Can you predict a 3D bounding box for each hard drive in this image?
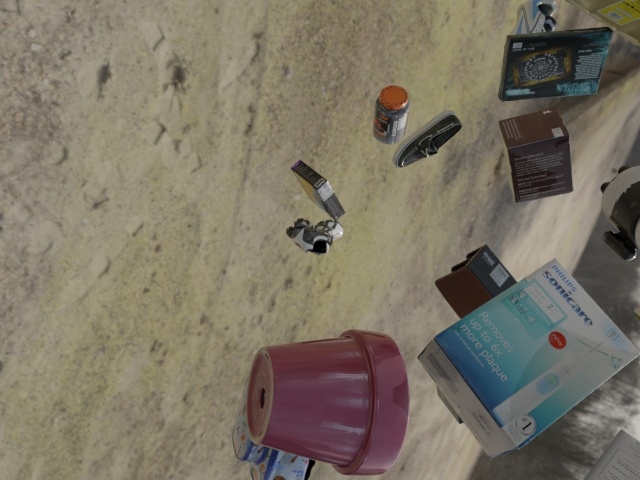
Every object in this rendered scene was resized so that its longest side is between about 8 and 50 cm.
[{"bbox_3d":[0.371,0.446,1.615,0.022,0.135,0.094,-15,114,-11],"label":"hard drive"}]

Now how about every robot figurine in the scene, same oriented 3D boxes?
[{"bbox_3d":[0.788,-0.070,1.338,0.278,0.174,0.209,-100,-174,-57],"label":"robot figurine"}]

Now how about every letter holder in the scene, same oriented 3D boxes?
[{"bbox_3d":[0.602,0.203,2.086,0.152,0.301,0.214,-39,180,-35],"label":"letter holder"}]

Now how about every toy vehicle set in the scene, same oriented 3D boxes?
[{"bbox_3d":[0.655,-0.495,1.173,0.267,0.166,0.035,18,86,-22],"label":"toy vehicle set"}]

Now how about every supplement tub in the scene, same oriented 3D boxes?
[{"bbox_3d":[0.237,-0.422,1.895,0.117,0.117,0.190,-55,163,-24],"label":"supplement tub"}]

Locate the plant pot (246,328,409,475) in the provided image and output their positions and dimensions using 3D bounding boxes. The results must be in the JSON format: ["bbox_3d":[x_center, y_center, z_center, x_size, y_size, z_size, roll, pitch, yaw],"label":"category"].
[{"bbox_3d":[-0.001,0.220,0.789,0.180,0.201,0.201,10,107,-20],"label":"plant pot"}]

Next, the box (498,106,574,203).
[{"bbox_3d":[0.632,-0.248,1.657,0.168,0.167,0.203,-82,154,-50],"label":"box"}]

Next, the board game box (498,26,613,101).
[{"bbox_3d":[0.437,-0.329,1.062,0.026,0.186,0.126,-92,178,-48],"label":"board game box"}]

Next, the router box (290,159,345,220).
[{"bbox_3d":[-0.006,-0.149,1.696,0.046,0.133,0.179,-44,145,-7],"label":"router box"}]

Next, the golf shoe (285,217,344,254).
[{"bbox_3d":[0.000,0.000,1.402,0.198,0.093,0.077,-3,143,-50],"label":"golf shoe"}]

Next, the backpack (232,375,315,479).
[{"bbox_3d":[-0.100,0.460,1.368,0.276,0.213,0.263,-158,-105,-79],"label":"backpack"}]

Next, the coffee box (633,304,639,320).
[{"bbox_3d":[0.647,0.116,0.611,0.334,0.338,0.338,-50,-178,12],"label":"coffee box"}]

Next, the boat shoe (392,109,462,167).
[{"bbox_3d":[0.297,-0.272,1.583,0.219,0.070,0.078,-41,143,20],"label":"boat shoe"}]

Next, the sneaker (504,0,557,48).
[{"bbox_3d":[0.451,-0.430,1.201,0.085,0.086,0.237,39,59,-36],"label":"sneaker"}]

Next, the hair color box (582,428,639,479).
[{"bbox_3d":[0.707,0.655,1.352,0.375,0.185,0.113,-32,140,-31],"label":"hair color box"}]

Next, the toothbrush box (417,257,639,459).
[{"bbox_3d":[0.360,0.203,0.994,0.296,0.216,0.126,-27,158,-20],"label":"toothbrush box"}]
